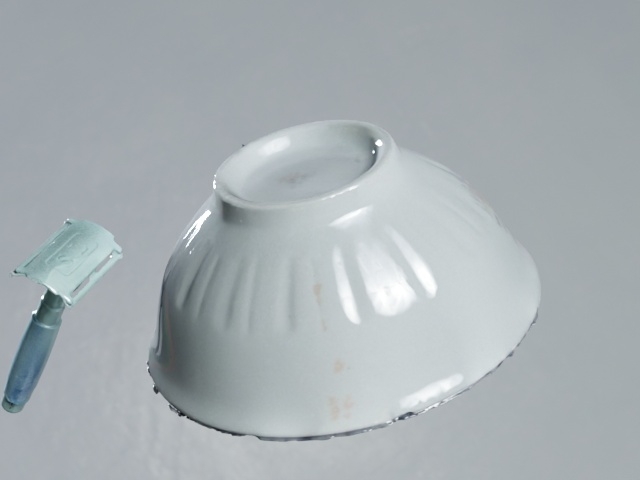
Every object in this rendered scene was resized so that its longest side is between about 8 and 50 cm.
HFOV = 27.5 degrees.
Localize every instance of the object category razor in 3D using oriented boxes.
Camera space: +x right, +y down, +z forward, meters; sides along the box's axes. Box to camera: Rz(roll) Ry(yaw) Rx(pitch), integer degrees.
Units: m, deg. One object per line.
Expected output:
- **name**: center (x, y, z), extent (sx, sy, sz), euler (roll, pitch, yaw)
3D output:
- **razor**: center (-0.166, 0.054, 0.770), extent (0.135, 0.040, 0.068), euler (-60, -4, 35)

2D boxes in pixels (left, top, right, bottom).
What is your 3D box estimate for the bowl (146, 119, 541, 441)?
- **bowl**: center (0.000, 0.000, 0.595), extent (0.189, 0.086, 0.189), euler (-12, 28, 6)
